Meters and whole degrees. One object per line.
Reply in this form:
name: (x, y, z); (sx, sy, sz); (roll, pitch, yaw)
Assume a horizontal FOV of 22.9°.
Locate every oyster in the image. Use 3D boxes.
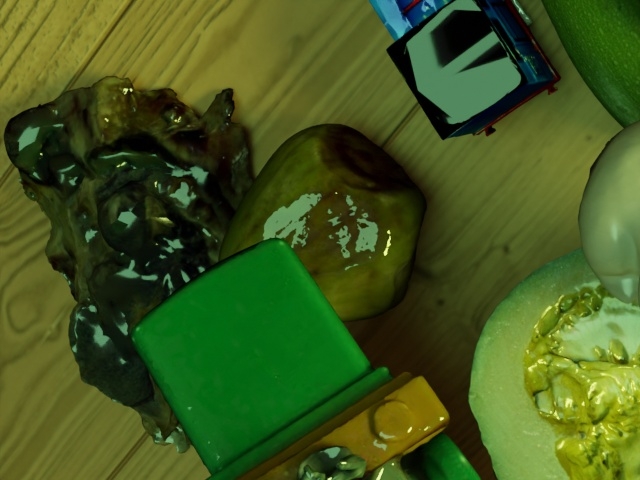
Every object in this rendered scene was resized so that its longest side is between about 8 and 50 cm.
oyster: (-0.153, 0.042, 1.319); (0.221, 0.096, 0.361); (-10, 92, 31)

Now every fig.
fig: (0.000, 0.000, 1.215); (0.165, 0.154, 0.144); (-32, 39, -8)

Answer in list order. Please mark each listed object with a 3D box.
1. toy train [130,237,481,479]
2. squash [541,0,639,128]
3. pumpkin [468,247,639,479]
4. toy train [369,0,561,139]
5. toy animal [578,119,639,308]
toy train: (-0.010, 0.151, 1.113); (0.178, 0.429, 0.249); (-33, 76, -5)
squash: (0.197, -0.181, 1.078); (0.101, 0.101, 0.379); (-25, 113, 25)
pumpkin: (0.261, 0.151, 1.092); (0.263, 0.197, 0.293); (-23, 67, 7)
toy train: (0.087, -0.177, 1.155); (0.082, 0.131, 0.204); (-34, 83, 25)
toy animal: (0.260, -0.013, 0.947); (0.193, 0.127, 0.179); (17, 87, 55)
